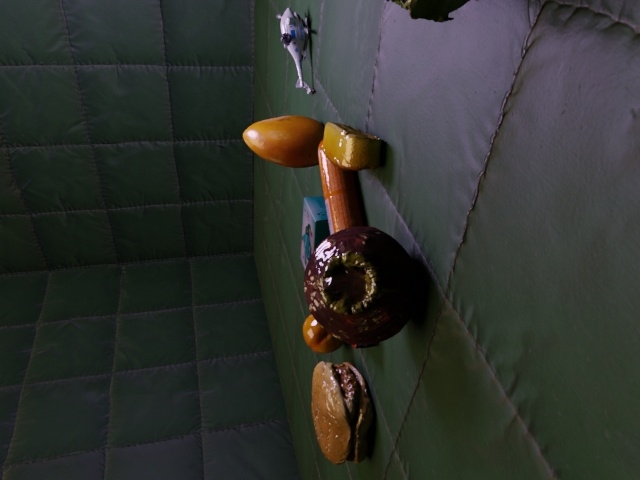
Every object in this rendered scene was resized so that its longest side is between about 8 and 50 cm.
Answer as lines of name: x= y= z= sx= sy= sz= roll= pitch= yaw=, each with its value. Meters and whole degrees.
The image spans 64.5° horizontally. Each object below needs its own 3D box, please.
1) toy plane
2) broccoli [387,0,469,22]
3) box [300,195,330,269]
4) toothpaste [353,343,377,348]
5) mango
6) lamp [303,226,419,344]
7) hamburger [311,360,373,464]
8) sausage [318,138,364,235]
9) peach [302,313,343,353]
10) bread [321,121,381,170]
toy plane: x=-0.082 y=-0.634 z=1.704 sx=0.182 sy=0.107 sz=0.273 roll=-112 pitch=17 yaw=-65
broccoli: x=0.186 y=-0.350 z=0.572 sx=0.254 sy=0.186 sz=0.302 roll=-42 pitch=39 yaw=20
box: x=0.000 y=0.000 z=1.606 sx=0.153 sy=0.092 sz=0.245 roll=-114 pitch=23 yaw=-54
toothpaste: x=0.077 y=0.201 z=1.419 sx=0.320 sy=0.066 sz=0.077 roll=-139 pitch=46 yaw=-70
mango: x=-0.114 y=-0.317 z=1.612 sx=0.138 sy=0.256 sz=0.187 roll=112 pitch=150 yaw=-62
lamp: x=0.078 y=0.090 z=1.025 sx=0.247 sy=0.246 sz=0.247 roll=175 pitch=90 yaw=-76
hamburger: x=0.053 y=0.487 z=1.461 sx=0.259 sy=0.144 sz=0.284 roll=-121 pitch=34 yaw=-67
sausage: x=0.048 y=-0.157 z=1.358 sx=0.093 sy=0.092 sz=0.313 roll=120 pitch=143 yaw=-67
peach: x=0.011 y=0.283 z=1.560 sx=0.138 sy=0.138 sz=0.138 roll=175 pitch=90 yaw=-76
bread: x=0.072 y=-0.225 z=1.223 sx=0.245 sy=0.101 sz=0.095 roll=-129 pitch=43 yaw=-64
